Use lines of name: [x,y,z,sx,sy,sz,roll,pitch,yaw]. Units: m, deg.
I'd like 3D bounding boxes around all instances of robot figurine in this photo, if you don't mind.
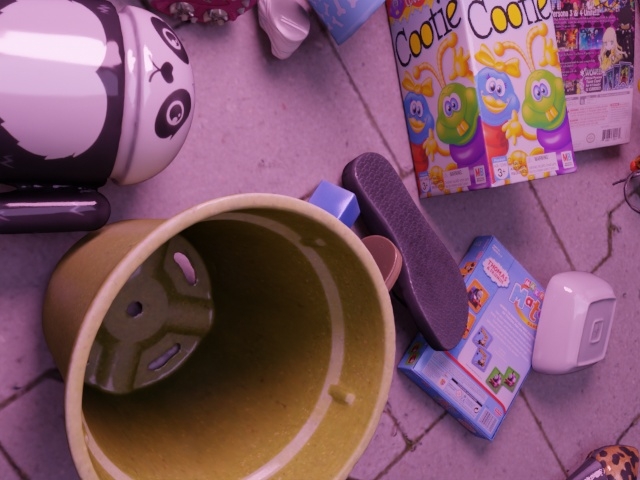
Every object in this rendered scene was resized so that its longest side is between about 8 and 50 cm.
robot figurine: [-0.249,-0.133,0.656,0.278,0.173,0.209,0,126,-28]

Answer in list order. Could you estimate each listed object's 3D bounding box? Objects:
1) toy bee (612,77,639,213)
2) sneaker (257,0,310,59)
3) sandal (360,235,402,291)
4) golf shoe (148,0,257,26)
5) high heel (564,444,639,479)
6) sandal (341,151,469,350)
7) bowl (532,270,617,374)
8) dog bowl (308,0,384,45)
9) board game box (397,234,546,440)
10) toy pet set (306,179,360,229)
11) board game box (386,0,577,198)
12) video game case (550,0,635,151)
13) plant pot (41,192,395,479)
toy bee: [0.501,-0.149,1.053,0.298,0.162,0.195,-23,80,-5]
sneaker: [-0.054,-0.274,0.841,0.054,0.061,0.152,-4,71,-21]
sandal: [0.014,0.106,0.841,0.240,0.088,0.079,-49,147,-2]
golf shoe: [-0.203,-0.319,0.740,0.306,0.115,0.140,11,72,-34]
high heel: [0.424,0.425,1.037,0.186,0.093,0.261,-30,93,-20]
sandal: [0.102,0.014,0.906,0.097,0.054,0.254,-23,85,-43]
bowl: [0.346,0.115,1.003,0.142,0.053,0.142,1,103,-46]
dog bowl: [0.077,-0.341,0.832,0.074,0.166,0.297,40,54,-13]
board game box: [0.213,0.124,0.972,0.160,0.039,0.211,43,70,-20]
toy pet set: [0.000,0.000,0.848,0.122,0.065,0.114,41,70,-21]
board game box: [0.193,-0.202,0.916,0.142,0.144,0.275,-11,92,-28]
video game case: [0.342,-0.226,1.031,0.232,0.042,0.210,-12,107,-29]
plant pot: [-0.120,0.083,0.657,0.276,0.254,0.276,-7,103,-34]
